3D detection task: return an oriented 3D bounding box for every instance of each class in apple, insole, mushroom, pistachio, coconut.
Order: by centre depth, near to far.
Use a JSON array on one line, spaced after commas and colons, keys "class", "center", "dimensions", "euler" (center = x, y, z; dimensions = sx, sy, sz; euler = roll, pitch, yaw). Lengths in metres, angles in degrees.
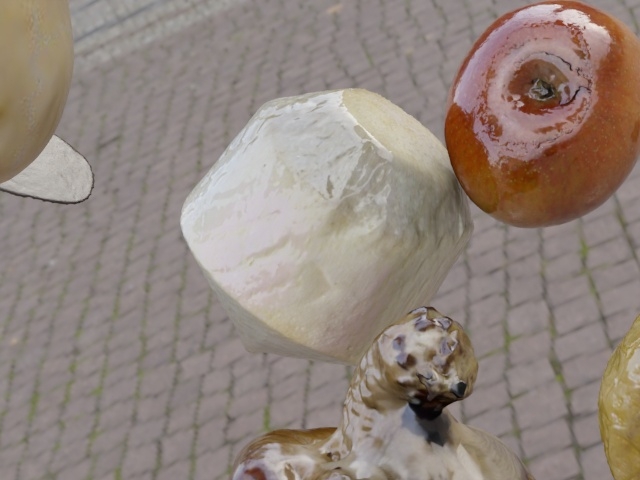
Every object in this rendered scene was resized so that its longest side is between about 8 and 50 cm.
[{"class": "pistachio", "center": [-0.307, -0.179, 1.053], "dimensions": [0.229, 0.321, 0.238], "euler": [25, 51, 17]}, {"class": "mushroom", "center": [0.076, 0.200, 1.130], "dimensions": [0.254, 0.267, 0.267], "euler": [-53, 28, -1]}, {"class": "apple", "center": [0.229, -0.132, 1.330], "dimensions": [0.210, 0.173, 0.235], "euler": [1, 75, 13]}, {"class": "insole", "center": [-0.377, -0.119, 1.331], "dimensions": [0.007, 0.328, 0.111], "euler": [-45, 28, 39]}, {"class": "coconut", "center": [0.000, 0.000, 1.436], "dimensions": [0.329, 0.329, 0.329], "euler": [-22, 26, 11]}]

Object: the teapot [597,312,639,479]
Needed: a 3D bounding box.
[{"class": "teapot", "center": [0.265, 0.079, 0.703], "dimensions": [0.203, 0.311, 0.167], "euler": [8, 34, 41]}]
